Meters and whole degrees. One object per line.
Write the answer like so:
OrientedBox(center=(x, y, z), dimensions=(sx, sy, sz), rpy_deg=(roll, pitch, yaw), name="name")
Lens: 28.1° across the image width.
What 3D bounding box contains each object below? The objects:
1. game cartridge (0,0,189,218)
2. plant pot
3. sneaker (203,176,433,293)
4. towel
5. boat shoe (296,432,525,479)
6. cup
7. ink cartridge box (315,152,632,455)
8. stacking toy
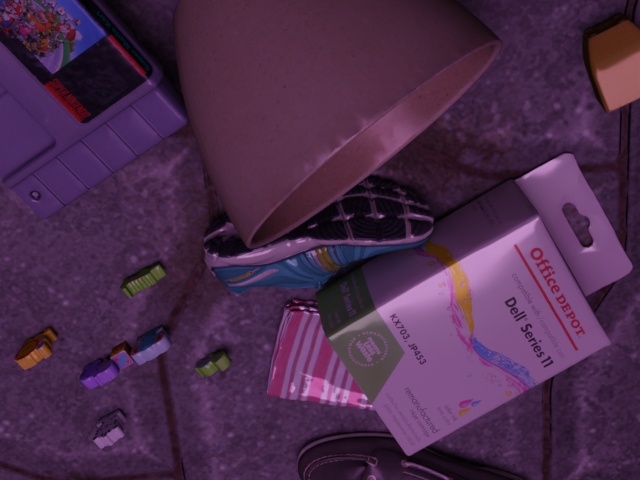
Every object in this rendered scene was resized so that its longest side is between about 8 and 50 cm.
OrientedBox(center=(-0.329, -0.202, 1.346), dimensions=(0.230, 0.068, 0.355), rpy_deg=(-29, 119, 25), name="game cartridge")
OrientedBox(center=(0.333, -0.203, 1.420), dimensions=(0.082, 0.081, 0.083), rpy_deg=(-25, 105, 11), name="plant pot")
OrientedBox(center=(0.000, 0.000, 1.519), dimensions=(0.275, 0.107, 0.110), rpy_deg=(-10, 137, 9), name="sneaker")
OrientedBox(center=(0.039, 0.153, 1.622), dimensions=(0.197, 0.029, 0.144), rpy_deg=(10, 118, -7), name="towel")
OrientedBox(center=(0.134, 0.336, 1.682), dimensions=(0.335, 0.095, 0.112), rpy_deg=(14, 116, -9), name="boat shoe")
OrientedBox(center=(-0.015, -0.185, 1.312), dimensions=(0.331, 0.331, 0.237), rpy_deg=(-39, 85, 17), name="cup")
OrientedBox(center=(0.198, 0.074, 1.520), dimensions=(0.353, 0.119, 0.207), rpy_deg=(-31, 114, 7), name="ink cartridge box")
OrientedBox(center=(-0.243, 0.148, 1.598), dimensions=(0.221, 0.052, 0.167), rpy_deg=(-31, 115, 13), name="stacking toy")
